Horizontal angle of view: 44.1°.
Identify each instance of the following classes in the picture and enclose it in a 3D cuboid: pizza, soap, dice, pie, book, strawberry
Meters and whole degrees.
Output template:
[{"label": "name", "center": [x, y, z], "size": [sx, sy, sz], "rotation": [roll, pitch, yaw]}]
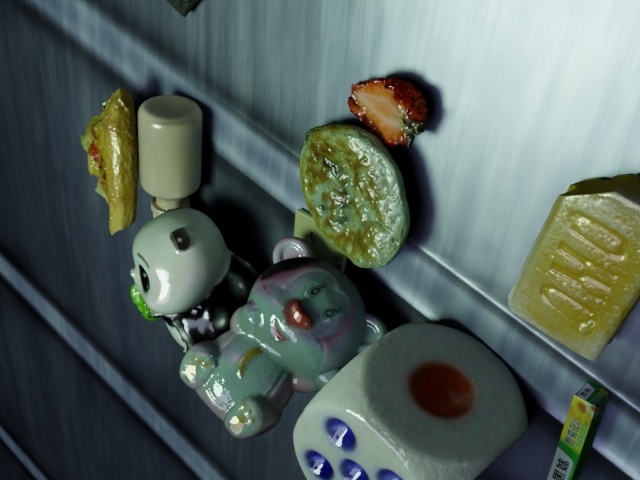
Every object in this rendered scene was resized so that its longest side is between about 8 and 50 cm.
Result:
[{"label": "pizza", "center": [-0.419, -0.166, 1.535], "size": [0.288, 0.075, 0.279], "rotation": [28, 121, 58]}, {"label": "soap", "center": [0.337, 0.024, 0.974], "size": [0.140, 0.073, 0.232], "rotation": [33, 132, 21]}, {"label": "dice", "center": [0.134, 0.289, 1.197], "size": [0.243, 0.259, 0.251], "rotation": [45, 138, 17]}, {"label": "pie", "center": [0.046, -0.071, 1.195], "size": [0.240, 0.054, 0.240], "rotation": [34, 136, 41]}, {"label": "book", "center": [0.000, 0.000, 1.336], "size": [0.111, 0.014, 0.077], "rotation": [29, 130, 28]}, {"label": "strawberry", "center": [0.097, -0.186, 1.106], "size": [0.152, 0.048, 0.103], "rotation": [42, 146, 42]}]

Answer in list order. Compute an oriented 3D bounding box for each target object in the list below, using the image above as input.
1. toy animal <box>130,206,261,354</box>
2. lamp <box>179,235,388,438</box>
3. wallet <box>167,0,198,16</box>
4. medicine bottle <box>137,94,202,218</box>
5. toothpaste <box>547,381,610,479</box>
[{"label": "toy animal", "center": [-0.236, 0.078, 1.431], "size": [0.213, 0.212, 0.266], "rotation": [-11, 127, 47]}, {"label": "lamp", "center": [-0.055, 0.171, 1.312], "size": [0.247, 0.301, 0.247], "rotation": [44, 180, 17]}, {"label": "wallet", "center": [-0.207, -0.480, 1.225], "size": [0.245, 0.052, 0.168], "rotation": [-33, 93, 47]}, {"label": "medicine bottle", "center": [-0.275, -0.133, 1.450], "size": [0.114, 0.114, 0.252], "rotation": [31, 132, 28]}, {"label": "toothpaste", "center": [0.366, 0.282, 1.126], "size": [0.037, 0.043, 0.178], "rotation": [28, 131, 31]}]
